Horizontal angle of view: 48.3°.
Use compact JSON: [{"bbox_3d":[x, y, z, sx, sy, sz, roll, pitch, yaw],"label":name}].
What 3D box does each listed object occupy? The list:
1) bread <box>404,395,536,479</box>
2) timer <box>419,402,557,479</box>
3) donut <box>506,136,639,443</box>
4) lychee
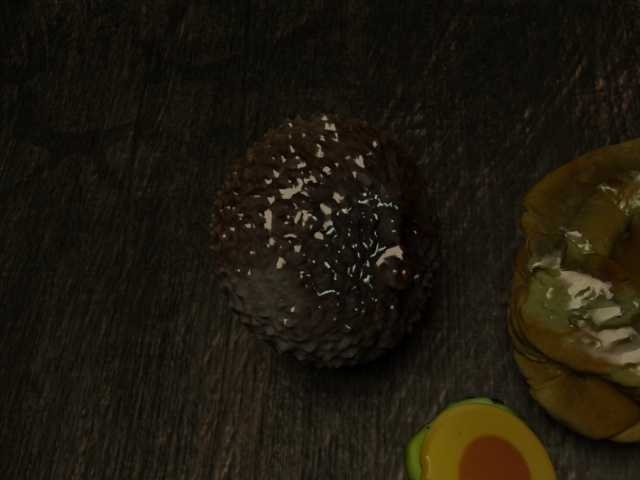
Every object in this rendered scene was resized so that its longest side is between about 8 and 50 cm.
[{"bbox_3d":[0.162,0.235,0.768,0.130,0.071,0.139,26,73,32],"label":"bread"},{"bbox_3d":[0.122,0.350,0.571,0.386,0.376,0.376,-21,52,-27],"label":"timer"},{"bbox_3d":[0.366,0.049,0.757,0.360,0.170,0.360,-9,53,12],"label":"donut"},{"bbox_3d":[-0.002,0.004,0.837,0.300,0.300,0.300,-8,58,13],"label":"lychee"}]
